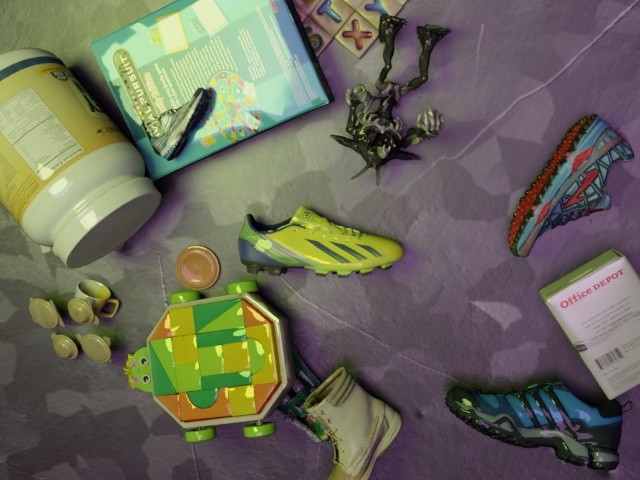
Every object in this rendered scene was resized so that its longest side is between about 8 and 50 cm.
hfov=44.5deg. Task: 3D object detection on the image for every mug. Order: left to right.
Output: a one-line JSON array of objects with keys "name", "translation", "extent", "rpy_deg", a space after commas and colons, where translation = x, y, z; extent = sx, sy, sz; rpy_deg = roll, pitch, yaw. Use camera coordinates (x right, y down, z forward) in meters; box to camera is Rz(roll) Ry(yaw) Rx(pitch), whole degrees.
[{"name": "mug", "translation": [-0.421, 0.119, 1.440], "extent": [0.078, 0.062, 0.064], "rpy_deg": [30, 110, 8]}]

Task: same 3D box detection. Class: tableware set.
[{"name": "tableware set", "translation": [-0.456, 0.164, 1.434], "extent": [0.169, 0.020, 0.141], "rpy_deg": [-3, 116, 25]}]

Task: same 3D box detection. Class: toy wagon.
[{"name": "toy wagon", "translation": [-0.213, 0.220, 1.387], "extent": [0.345, 0.068, 0.267], "rpy_deg": [-10, 82, 20]}]

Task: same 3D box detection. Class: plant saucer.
[{"name": "plant saucer", "translation": [-0.225, 0.050, 1.424], "extent": [0.084, 0.013, 0.083], "rpy_deg": [1, 101, 8]}]

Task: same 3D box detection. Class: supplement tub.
[{"name": "supplement tub", "translation": [-0.437, -0.133, 1.293], "extent": [0.228, 0.228, 0.316], "rpy_deg": [-42, 85, 12]}]

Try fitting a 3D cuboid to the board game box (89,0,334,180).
[{"name": "board game box", "translation": [-0.181, -0.284, 1.320], "extent": [0.336, 0.079, 0.253], "rpy_deg": [-22, 97, 13]}]

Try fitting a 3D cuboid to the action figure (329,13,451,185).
[{"name": "action figure", "translation": [0.114, -0.220, 1.269], "extent": [0.164, 0.141, 0.275], "rpy_deg": [13, 100, -7]}]

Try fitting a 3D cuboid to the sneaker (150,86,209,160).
[{"name": "sneaker", "translation": [-0.235, -0.199, 1.280], "extent": [0.058, 0.052, 0.135], "rpy_deg": [37, 105, 4]}]

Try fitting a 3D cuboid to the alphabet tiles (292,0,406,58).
[{"name": "alphabet tiles", "translation": [-0.010, -0.480, 1.303], "extent": [0.342, 0.011, 0.285], "rpy_deg": [41, 103, -1]}]

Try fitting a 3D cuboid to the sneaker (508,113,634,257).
[{"name": "sneaker", "translation": [0.412, -0.069, 1.274], "extent": [0.125, 0.104, 0.261], "rpy_deg": [32, 103, -1]}]

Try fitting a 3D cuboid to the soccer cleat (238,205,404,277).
[{"name": "soccer cleat", "translation": [-0.001, 0.000, 1.347], "extent": [0.289, 0.093, 0.121], "rpy_deg": [0, 93, 7]}]

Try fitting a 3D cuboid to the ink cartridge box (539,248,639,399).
[{"name": "ink cartridge box", "translation": [0.486, 0.137, 1.308], "extent": [0.148, 0.086, 0.203], "rpy_deg": [-33, 94, 11]}]

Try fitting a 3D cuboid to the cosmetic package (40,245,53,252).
[{"name": "cosmetic package", "translation": [-0.456, -0.019, 1.428], "extent": [0.115, 0.041, 0.060], "rpy_deg": [-15, 97, 10]}]

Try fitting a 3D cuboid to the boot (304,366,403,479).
[{"name": "boot", "translation": [0.028, 0.345, 1.362], "extent": [0.165, 0.077, 0.213], "rpy_deg": [43, 74, -19]}]

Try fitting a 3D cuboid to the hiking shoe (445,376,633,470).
[{"name": "hiking shoe", "translation": [0.371, 0.295, 1.358], "extent": [0.304, 0.113, 0.132], "rpy_deg": [17, 75, 8]}]

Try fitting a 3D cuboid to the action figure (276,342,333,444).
[{"name": "action figure", "translation": [-0.031, 0.295, 1.421], "extent": [0.232, 0.063, 0.137], "rpy_deg": [44, 99, -5]}]
